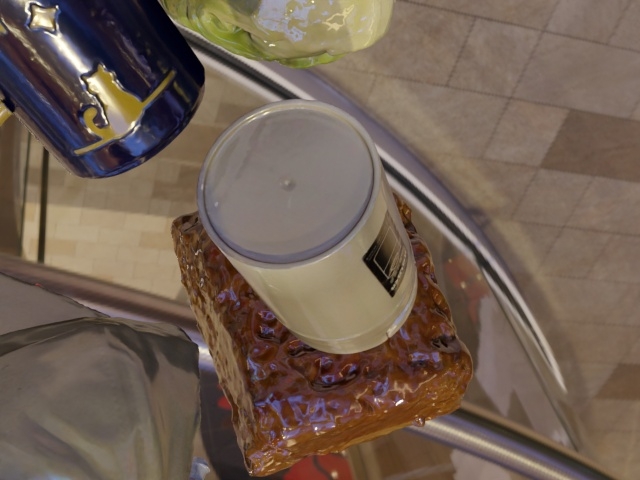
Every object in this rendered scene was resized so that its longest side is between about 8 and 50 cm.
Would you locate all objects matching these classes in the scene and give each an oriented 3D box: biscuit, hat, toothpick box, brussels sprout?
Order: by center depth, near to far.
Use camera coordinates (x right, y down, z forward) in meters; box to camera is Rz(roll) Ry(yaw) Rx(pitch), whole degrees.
[{"bbox_3d":[-0.151,0.074,0.321,0.173,0.166,0.144,30,161,-19],"label":"hat"},{"bbox_3d":[0.000,0.000,0.540,0.111,0.111,0.180,-23,155,3],"label":"toothpick box"},{"bbox_3d":[-0.036,-0.339,0.943,0.289,0.354,0.281,2,130,-21],"label":"brussels sprout"},{"bbox_3d":[0.003,0.088,1.152,0.343,0.395,0.166,-14,155,-22],"label":"biscuit"}]

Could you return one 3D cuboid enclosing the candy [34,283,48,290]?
[{"bbox_3d":[-0.486,0.140,1.410,0.038,0.122,0.062,-19,135,32],"label":"candy"}]

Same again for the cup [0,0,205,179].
[{"bbox_3d":[-0.266,-0.177,0.733,0.255,0.178,0.256,-20,128,19],"label":"cup"}]

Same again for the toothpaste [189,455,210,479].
[{"bbox_3d":[-0.207,0.402,1.035,0.048,0.301,0.075,27,137,-4],"label":"toothpaste"}]
